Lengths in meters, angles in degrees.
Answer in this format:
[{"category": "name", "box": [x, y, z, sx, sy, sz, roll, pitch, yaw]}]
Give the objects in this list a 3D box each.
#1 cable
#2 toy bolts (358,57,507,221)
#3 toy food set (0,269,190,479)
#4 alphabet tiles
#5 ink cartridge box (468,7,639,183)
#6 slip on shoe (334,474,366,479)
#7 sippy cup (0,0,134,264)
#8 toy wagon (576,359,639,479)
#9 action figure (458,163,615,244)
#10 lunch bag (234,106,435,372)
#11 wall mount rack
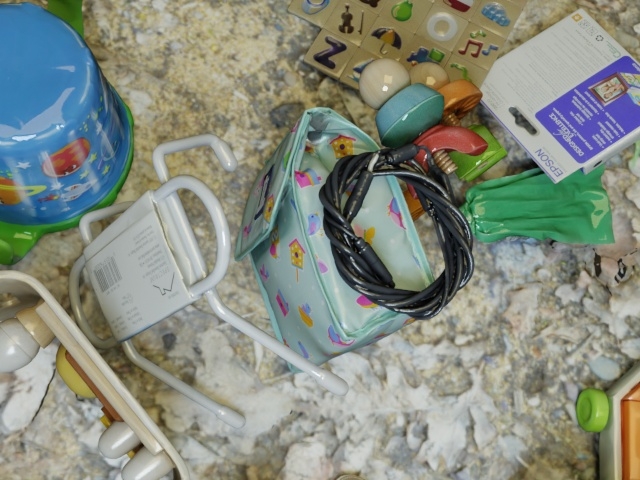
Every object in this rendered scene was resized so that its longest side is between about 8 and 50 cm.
[{"category": "cable", "box": [0.078, -0.008, 0.859, 0.151, 0.047, 0.184, -10, 80, -22]}, {"category": "toy bolts", "box": [0.100, -0.124, 1.022, 0.218, 0.228, 0.158, -37, 80, 11]}, {"category": "toy food set", "box": [-0.252, 0.174, 0.890, 0.092, 0.220, 0.306, -38, 86, -17]}, {"category": "alphabet tiles", "box": [0.132, -0.342, 1.180, 0.285, 0.011, 0.342, 28, 73, 6]}, {"category": "ink cartridge box", "box": [0.334, -0.192, 1.145, 0.208, 0.045, 0.206, -31, 65, -7]}, {"category": "slip on shoe", "box": [0.068, 0.334, 1.004, 0.051, 0.041, 0.135, -37, 86, -17]}, {"category": "sippy cup", "box": [-0.331, -0.145, 0.951, 0.240, 0.224, 0.305, -23, 81, -16]}, {"category": "toy wagon", "box": [0.464, 0.250, 1.086, 0.267, 0.068, 0.344, 8, 75, -9]}, {"category": "action figure", "box": [0.272, -0.043, 1.124, 0.232, 0.063, 0.137, -9, 80, -17]}, {"category": "lunch bag", "box": [0.000, 0.000, 0.978, 0.160, 0.223, 0.262, -19, 80, -22]}, {"category": "wall mount rack", "box": [-0.134, 0.065, 0.915, 0.130, 0.350, 0.304, -18, 83, -41]}]
